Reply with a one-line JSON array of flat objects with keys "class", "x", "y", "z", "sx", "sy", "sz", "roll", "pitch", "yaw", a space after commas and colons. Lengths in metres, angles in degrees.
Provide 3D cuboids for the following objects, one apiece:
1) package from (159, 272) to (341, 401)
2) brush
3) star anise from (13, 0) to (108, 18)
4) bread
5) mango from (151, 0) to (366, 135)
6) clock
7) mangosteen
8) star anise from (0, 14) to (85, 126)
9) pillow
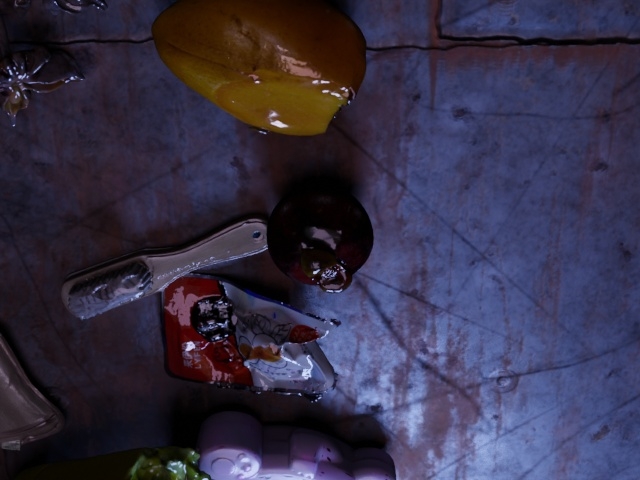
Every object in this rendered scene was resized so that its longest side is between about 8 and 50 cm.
[{"class": "package", "x": -0.104, "y": 0.144, "z": 1.845, "sx": 0.270, "sy": 0.071, "sz": 0.194, "roll": 10, "pitch": 112, "yaw": 15}, {"class": "brush", "x": -0.221, "y": 0.042, "z": 1.775, "sx": 0.328, "sy": 0.065, "sz": 0.070, "roll": -20, "pitch": 109, "yaw": 9}, {"class": "star anise", "x": -0.341, "y": -0.355, "z": 1.527, "sx": 0.195, "sy": 0.065, "sz": 0.182, "roll": -7, "pitch": 121, "yaw": 8}, {"class": "bread", "x": -0.340, "y": 0.455, "z": 1.893, "sx": 0.377, "sy": 0.208, "sz": 0.251, "roll": -14, "pitch": 100, "yaw": 34}, {"class": "mango", "x": -0.080, "y": -0.240, "z": 1.565, "sx": 0.257, "sy": 0.138, "sz": 0.187, "roll": 24, "pitch": 137, "yaw": -11}, {"class": "clock", "x": -0.058, "y": 0.417, "z": 1.985, "sx": 0.322, "sy": 0.113, "sz": 0.295, "roll": 11, "pitch": 121, "yaw": -9}, {"class": "mangosteen", "x": 0.000, "y": 0.000, "z": 1.706, "sx": 0.153, "sy": 0.152, "sz": 0.152, "roll": 0, "pitch": 122, "yaw": -1}, {"class": "star anise", "x": -0.440, "y": -0.273, "z": 1.605, "sx": 0.148, "sy": 0.219, "sz": 0.227, "roll": -34, "pitch": 76, "yaw": 51}, {"class": "pillow", "x": -0.490, "y": 0.225, "z": 1.900, "sx": 0.131, "sy": 0.038, "sz": 0.232, "roll": -20, "pitch": 119, "yaw": 15}]
